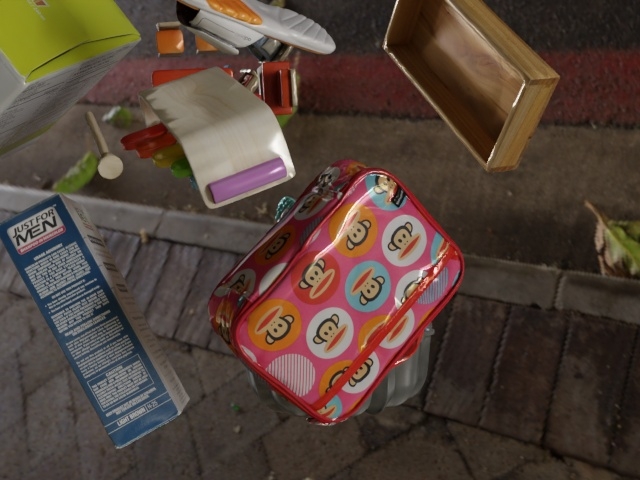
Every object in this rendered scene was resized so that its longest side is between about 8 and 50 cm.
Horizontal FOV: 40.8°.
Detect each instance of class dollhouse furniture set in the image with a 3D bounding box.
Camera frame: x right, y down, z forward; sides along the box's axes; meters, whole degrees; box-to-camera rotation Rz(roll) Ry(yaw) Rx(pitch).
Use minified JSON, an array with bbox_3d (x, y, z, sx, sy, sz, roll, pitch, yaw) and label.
[{"bbox_3d":[-0.183,-0.282,1.613,0.135,0.259,0.261,-142,47,-74],"label":"dollhouse furniture set"},{"bbox_3d":[-0.177,-0.422,1.989,0.183,0.129,0.129,-55,27,-5],"label":"dollhouse furniture set"}]

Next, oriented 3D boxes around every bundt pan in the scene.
[{"bbox_3d":[0.028,0.209,1.435,0.331,0.331,0.124,-1,96,35],"label":"bundt pan"}]

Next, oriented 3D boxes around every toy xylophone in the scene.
[{"bbox_3d":[-0.172,-0.137,1.099,0.236,0.081,0.322,-18,30,-7],"label":"toy xylophone"}]

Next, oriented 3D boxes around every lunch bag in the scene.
[{"bbox_3d":[0.033,0.074,1.077,0.293,0.258,0.120,-49,29,-9],"label":"lunch bag"}]

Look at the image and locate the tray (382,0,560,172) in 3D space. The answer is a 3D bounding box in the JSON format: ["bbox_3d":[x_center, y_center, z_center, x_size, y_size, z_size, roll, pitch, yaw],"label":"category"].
[{"bbox_3d":[0.265,-0.336,1.602,0.411,0.076,0.202,58,146,36],"label":"tray"}]

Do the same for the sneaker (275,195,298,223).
[{"bbox_3d":[0.000,0.000,1.293,0.065,0.076,0.166,-43,81,32],"label":"sneaker"}]

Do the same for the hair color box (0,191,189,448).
[{"bbox_3d":[-0.320,0.113,1.241,0.105,0.174,0.347,-28,89,-6],"label":"hair color box"}]

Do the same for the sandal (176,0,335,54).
[{"bbox_3d":[-0.105,-0.277,1.131,0.076,0.265,0.102,-58,31,28],"label":"sandal"}]

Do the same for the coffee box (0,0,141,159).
[{"bbox_3d":[-0.559,-0.319,1.339,0.334,0.337,0.338,-35,9,28],"label":"coffee box"}]
